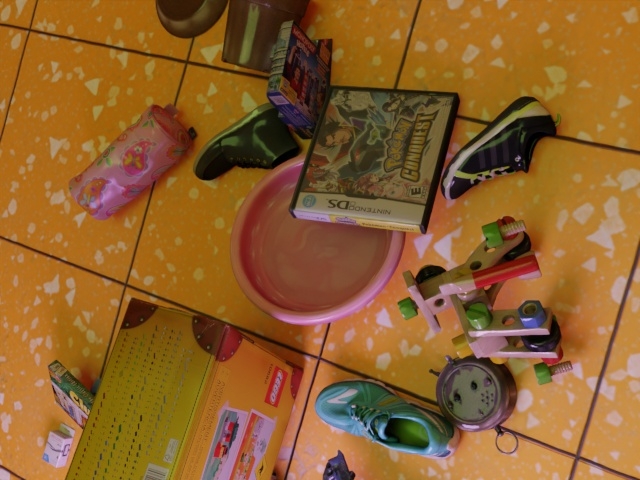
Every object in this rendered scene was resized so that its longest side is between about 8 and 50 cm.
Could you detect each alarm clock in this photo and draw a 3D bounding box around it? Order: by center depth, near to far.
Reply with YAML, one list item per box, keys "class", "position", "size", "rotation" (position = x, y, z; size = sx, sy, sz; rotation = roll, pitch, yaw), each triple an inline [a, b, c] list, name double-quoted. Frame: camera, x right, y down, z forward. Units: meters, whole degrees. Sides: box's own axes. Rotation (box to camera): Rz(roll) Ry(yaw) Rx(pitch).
- class: "alarm clock"
  position: [0.270, 0.272, 1.469]
  size: [0.129, 0.064, 0.192]
  rotation: [-39, 71, 19]

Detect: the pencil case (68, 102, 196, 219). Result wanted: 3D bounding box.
- class: "pencil case"
  position: [-0.401, -0.166, 1.852]
  size: [0.284, 0.124, 0.124]
  rotation: [-39, 68, 19]

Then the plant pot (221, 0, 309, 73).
- class: "plant pot"
  position: [-0.115, -0.414, 1.705]
  size: [0.167, 0.167, 0.165]
  rotation: [20, 101, 29]

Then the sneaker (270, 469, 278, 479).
- class: "sneaker"
  position: [-0.096, 0.496, 1.650]
  size: [0.071, 0.068, 0.170]
  rotation: [-54, 54, 30]

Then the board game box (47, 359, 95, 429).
- class: "board game box"
  position: [-0.479, 0.371, 1.838]
  size: [0.260, 0.030, 0.136]
  rotation: [35, 138, 27]

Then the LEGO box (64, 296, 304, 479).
- class: "LEGO box"
  position: [-0.239, 0.394, 1.478]
  size: [0.193, 0.372, 0.500]
  rotation: [12, 74, 22]

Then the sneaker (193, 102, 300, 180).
- class: "sneaker"
  position: [-0.151, -0.164, 1.732]
  size: [0.222, 0.083, 0.118]
  rotation: [-37, 69, 19]

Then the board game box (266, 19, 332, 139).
- class: "board game box"
  position: [-0.038, -0.320, 1.653]
  size: [0.060, 0.194, 0.194]
  rotation: [0, 70, 28]

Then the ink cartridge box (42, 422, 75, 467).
- class: "ink cartridge box"
  position: [-0.576, 0.449, 1.924]
  size: [0.048, 0.028, 0.083]
  rotation: [18, 93, 29]

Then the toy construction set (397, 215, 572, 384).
- class: "toy construction set"
  position: [0.230, 0.094, 1.357]
  size: [0.237, 0.309, 0.257]
  rotation: [-18, 66, 12]

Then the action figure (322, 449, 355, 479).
- class: "action figure"
  position: [0.057, 0.557, 1.524]
  size: [0.330, 0.178, 0.341]
  rotation: [-25, 51, 16]

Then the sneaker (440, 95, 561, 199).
- class: "sneaker"
  position: [0.305, -0.141, 1.482]
  size: [0.234, 0.084, 0.097]
  rotation: [-46, 68, 17]

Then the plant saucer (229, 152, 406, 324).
- class: "plant saucer"
  position: [0.000, 0.000, 1.594]
  size: [0.332, 0.084, 0.332]
  rotation: [-8, 66, 19]

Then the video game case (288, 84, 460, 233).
- class: "video game case"
  position: [0.097, -0.151, 1.554]
  size: [0.248, 0.035, 0.274]
  rotation: [7, 66, 22]

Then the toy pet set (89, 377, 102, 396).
- class: "toy pet set"
  position: [-0.424, 0.303, 1.838]
  size: [0.114, 0.065, 0.122]
  rotation: [-16, 76, 26]

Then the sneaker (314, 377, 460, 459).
- class: "sneaker"
  position: [0.106, 0.308, 1.524]
  size: [0.275, 0.110, 0.107]
  rotation: [11, 90, 30]

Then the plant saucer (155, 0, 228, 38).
- class: "plant saucer"
  position: [-0.284, -0.535, 1.875]
  size: [0.199, 0.036, 0.198]
  rotation: [-4, 81, 28]
